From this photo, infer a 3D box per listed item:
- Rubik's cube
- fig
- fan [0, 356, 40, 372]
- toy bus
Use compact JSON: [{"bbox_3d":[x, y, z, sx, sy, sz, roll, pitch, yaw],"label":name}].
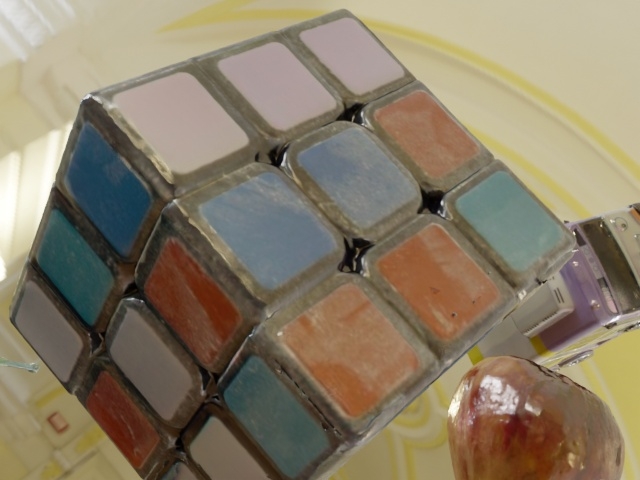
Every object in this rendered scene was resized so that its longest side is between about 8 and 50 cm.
[{"bbox_3d":[-0.041,0.038,0.854,0.359,0.362,0.363,48,-40,14],"label":"Rubik's cube"},{"bbox_3d":[0.272,0.269,1.130,0.224,0.263,0.224,0,-51,0],"label":"fig"},{"bbox_3d":[-0.536,0.189,1.399,0.016,0.038,0.193,-5,-20,43],"label":"fan"},{"bbox_3d":[0.459,0.119,1.696,0.440,0.249,0.209,-52,-126,58],"label":"toy bus"}]
